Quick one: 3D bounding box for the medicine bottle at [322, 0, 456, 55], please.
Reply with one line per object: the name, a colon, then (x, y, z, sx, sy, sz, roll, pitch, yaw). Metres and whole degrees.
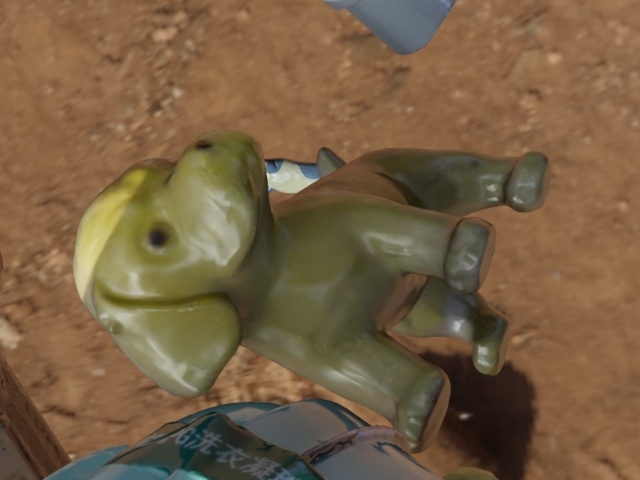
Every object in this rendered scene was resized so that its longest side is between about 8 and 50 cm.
medicine bottle: (-0.073, -0.201, 0.732, 0.352, 0.110, 0.110, 39, 66, -25)

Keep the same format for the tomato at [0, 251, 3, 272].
tomato: (-0.387, -0.009, 1.198, 0.338, 0.338, 0.144, -11, 96, -27)

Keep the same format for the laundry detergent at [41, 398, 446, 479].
laundry detergent: (0.007, 0.222, 0.566, 0.305, 0.287, 0.287, 33, 63, 20)

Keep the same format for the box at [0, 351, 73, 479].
box: (-0.279, 0.224, 1.356, 0.350, 0.091, 0.359, 59, 19, -3)

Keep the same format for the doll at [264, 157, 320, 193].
doll: (-0.024, -0.056, 1.630, 0.125, 0.037, 0.027, 8, 33, -4)

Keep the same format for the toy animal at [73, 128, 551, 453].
toy animal: (0.007, 0.006, 0.816, 0.233, 0.168, 0.121, -17, 123, -56)

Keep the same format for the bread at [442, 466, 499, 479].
bread: (0.105, 0.309, 1.248, 0.301, 0.045, 0.301, -8, 100, -52)
